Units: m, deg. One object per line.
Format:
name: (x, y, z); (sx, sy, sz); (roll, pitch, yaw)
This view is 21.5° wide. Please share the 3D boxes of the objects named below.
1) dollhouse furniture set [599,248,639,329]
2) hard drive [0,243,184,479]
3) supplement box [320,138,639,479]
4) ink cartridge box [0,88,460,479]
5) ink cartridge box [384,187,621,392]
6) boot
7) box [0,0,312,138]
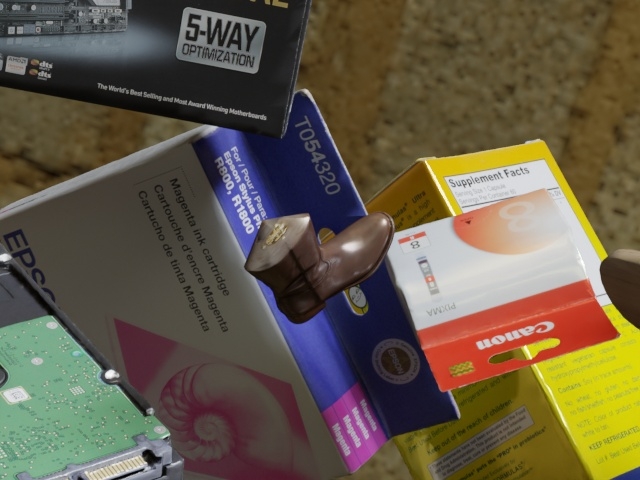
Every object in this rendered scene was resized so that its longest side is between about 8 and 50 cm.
dollhouse furniture set: (0.403, 0.056, 1.294); (0.362, 0.256, 0.394); (-37, 118, -20)
hard drive: (-0.281, 0.110, 1.203); (0.237, 0.339, 0.064); (-16, 127, -33)
supplement box: (0.175, 0.109, 1.583); (0.194, 0.356, 0.195); (-11, 158, -46)
ink cartridge box: (-0.092, 0.072, 1.463); (0.324, 0.330, 0.071); (64, 28, -12)
ink cartridge box: (0.134, 0.034, 1.298); (0.179, 0.145, 0.045); (-111, -176, -61)
boot: (0.000, 0.000, 1.128); (0.106, 0.037, 0.114); (-47, 152, -9)
box: (-0.155, -0.228, 1.308); (0.076, 0.307, 0.242); (-91, -168, -76)
